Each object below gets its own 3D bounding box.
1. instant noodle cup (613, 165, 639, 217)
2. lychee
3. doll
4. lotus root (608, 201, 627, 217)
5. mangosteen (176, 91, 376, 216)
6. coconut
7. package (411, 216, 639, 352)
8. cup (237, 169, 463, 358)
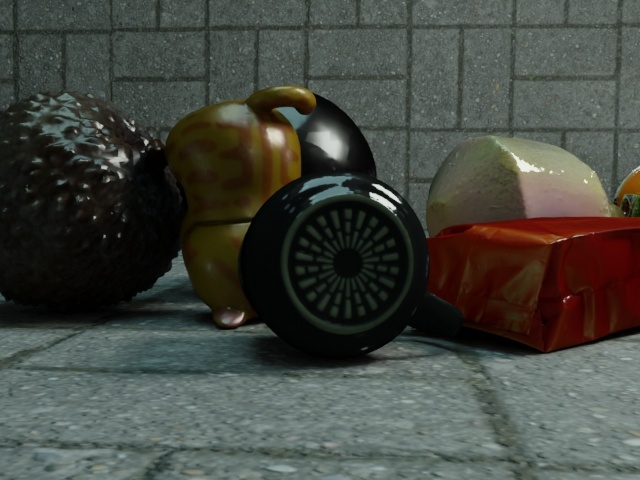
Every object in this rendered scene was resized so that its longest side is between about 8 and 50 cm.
[{"bbox_3d":[0.767,-0.046,1.733,0.230,0.230,0.182,-1,14,-17],"label":"instant noodle cup"},{"bbox_3d":[-0.309,-0.040,1.017,0.300,0.300,0.300,0,3,0],"label":"lychee"},{"bbox_3d":[-0.090,-0.036,0.970,0.167,0.269,0.162,-4,-1,-29],"label":"doll"},{"bbox_3d":[0.504,-0.005,1.573,0.214,0.138,0.138,-12,8,-20],"label":"lotus root"},{"bbox_3d":[-0.088,-0.080,1.207,0.347,0.306,0.307,16,3,-2],"label":"mangosteen"},{"bbox_3d":[0.265,-0.035,1.177,0.245,0.233,0.233,3,2,-24],"label":"coconut"},{"bbox_3d":[0.290,0.036,0.934,0.424,0.123,0.196,-4,8,-38],"label":"package"},{"bbox_3d":[0.025,0.036,0.783,0.223,0.169,0.176,29,-11,-13],"label":"cup"}]
